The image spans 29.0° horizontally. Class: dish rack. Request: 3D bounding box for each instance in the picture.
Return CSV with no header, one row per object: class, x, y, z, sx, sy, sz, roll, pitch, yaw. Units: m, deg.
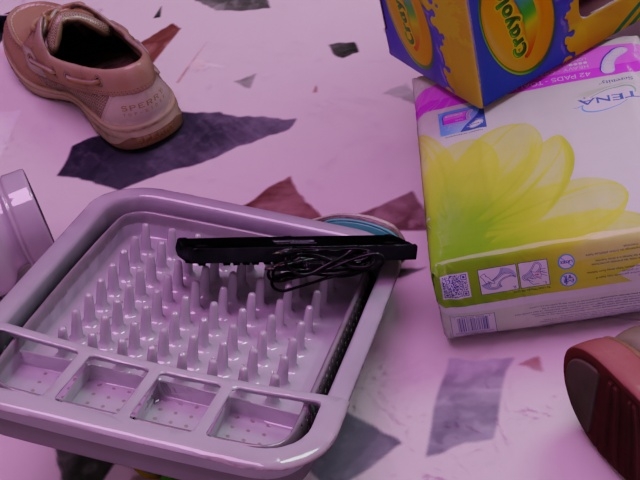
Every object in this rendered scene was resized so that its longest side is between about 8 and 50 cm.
dish rack,-0.099,0.076,0.977,0.285,0.072,0.333,11,32,11

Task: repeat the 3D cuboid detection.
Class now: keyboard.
keyboard,-0.019,0.019,1.004,0.192,0.038,0.100,-2,8,-11

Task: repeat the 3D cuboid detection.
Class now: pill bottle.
pill bottle,-0.364,0.014,1.161,0.216,0.121,0.121,-24,41,-10

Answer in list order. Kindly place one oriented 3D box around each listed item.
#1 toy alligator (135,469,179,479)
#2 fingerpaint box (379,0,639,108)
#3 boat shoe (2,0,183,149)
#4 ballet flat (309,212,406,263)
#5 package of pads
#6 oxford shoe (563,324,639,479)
toy alligator,-0.094,0.181,0.945,0.051,0.056,0.189,10,23,-40
fingerpaint box,0.208,-0.398,1.063,0.371,0.445,0.163,-29,39,-18
boat shoe,-0.272,-0.222,1.416,0.121,0.110,0.341,-35,44,-22
ballet flat,0.000,0.000,1.124,0.168,0.057,0.052,0,13,13
package of pads,0.205,-0.053,1.084,0.229,0.101,0.297,-9,40,9
oxford shoe,0.307,0.153,0.800,0.130,0.123,0.348,-22,41,-17
